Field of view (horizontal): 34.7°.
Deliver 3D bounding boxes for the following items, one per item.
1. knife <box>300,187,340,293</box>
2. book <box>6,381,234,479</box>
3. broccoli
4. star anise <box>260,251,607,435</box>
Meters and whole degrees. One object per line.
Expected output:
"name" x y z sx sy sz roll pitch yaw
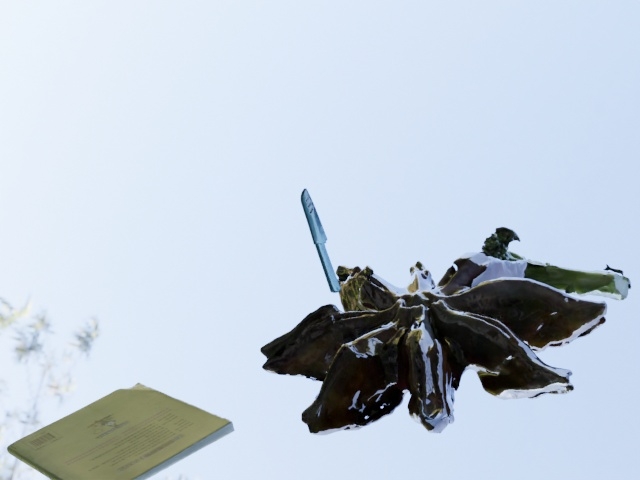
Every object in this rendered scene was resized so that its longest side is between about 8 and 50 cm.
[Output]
"knife" 0.000 0.000 0.845 0.005 0.014 0.091 -24 -96 55
"book" -0.210 0.205 1.063 0.192 0.168 0.013 10 -63 49
"broccoli" 0.274 0.052 1.239 0.204 0.118 0.122 -4 -107 46
"star anise" 0.087 0.075 0.828 0.288 0.288 0.088 38 -36 56
